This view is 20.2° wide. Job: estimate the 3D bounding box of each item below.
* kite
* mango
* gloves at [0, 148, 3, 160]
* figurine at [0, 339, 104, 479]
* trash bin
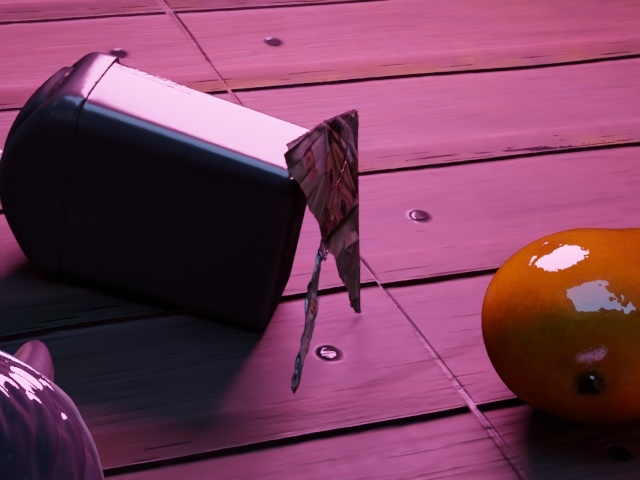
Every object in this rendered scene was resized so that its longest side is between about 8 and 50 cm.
[{"bbox_3d":[0.001,0.000,1.367,0.012,0.229,0.250,0,59,19],"label":"kite"},{"bbox_3d":[0.240,0.063,1.386,0.254,0.139,0.175,-10,44,-39],"label":"mango"},{"bbox_3d":[-0.329,-0.054,1.460,0.144,0.094,0.110,8,20,12],"label":"gloves"},{"bbox_3d":[-0.169,0.148,1.037,0.361,0.266,0.378,13,33,-5],"label":"figurine"},{"bbox_3d":[-0.131,-0.040,1.410,0.236,0.177,0.101,17,35,6],"label":"trash bin"}]
